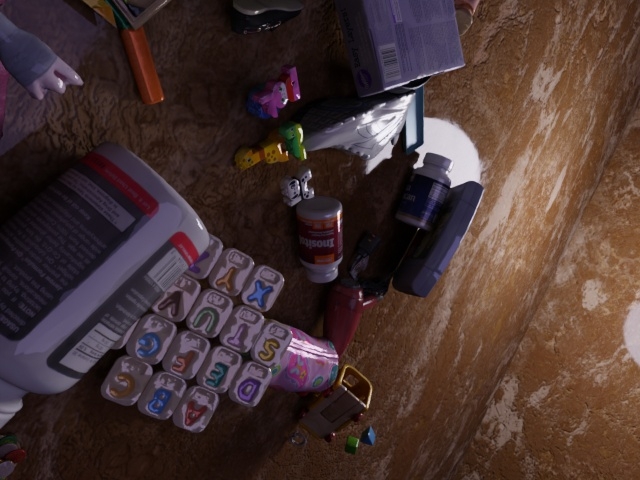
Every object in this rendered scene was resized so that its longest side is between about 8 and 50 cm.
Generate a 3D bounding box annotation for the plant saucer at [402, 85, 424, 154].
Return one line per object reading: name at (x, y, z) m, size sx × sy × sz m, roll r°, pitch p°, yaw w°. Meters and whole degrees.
plant saucer at (0.198, -0.285, 1.026) m, size 0.067 × 0.018 × 0.192 m, roll -34°, pitch 132°, yaw -32°

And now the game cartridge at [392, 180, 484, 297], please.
game cartridge at (0.277, -0.004, 1.136) m, size 0.060 × 0.196 × 0.294 m, roll 30°, pitch 84°, yaw -9°

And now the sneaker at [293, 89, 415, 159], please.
sneaker at (0.070, -0.200, 0.864) m, size 0.297 × 0.111 × 0.129 m, roll -25°, pitch 131°, yaw -37°

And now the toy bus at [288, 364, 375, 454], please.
toy bus at (0.027, 0.378, 1.100) m, size 0.104 × 0.202 × 0.191 m, roll -56°, pitch 144°, yaw -62°

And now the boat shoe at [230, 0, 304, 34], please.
boat shoe at (-0.077, -0.328, 0.686) m, size 0.133 × 0.049 × 0.042 m, roll -35°, pitch 160°, yaw -40°

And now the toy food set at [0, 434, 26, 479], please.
toy food set at (-0.434, 0.291, 0.620) m, size 0.082 × 0.020 × 0.083 m, roll 37°, pitch 80°, yaw -50°

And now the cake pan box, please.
cake pan box at (0.135, -0.392, 0.806) m, size 0.245 × 0.070 × 0.267 m, roll -29°, pitch 109°, yaw -34°

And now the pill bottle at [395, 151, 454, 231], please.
pill bottle at (0.246, -0.114, 1.106) m, size 0.094 × 0.094 × 0.169 m, roll 18°, pitch 95°, yaw -50°

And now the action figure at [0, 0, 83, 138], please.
action figure at (-0.298, -0.212, 0.353) m, size 0.275 × 0.248 × 0.370 m, roll 27°, pitch 113°, yaw -26°

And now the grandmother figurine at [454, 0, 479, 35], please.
grandmother figurine at (0.310, -0.596, 0.935) m, size 0.208 × 0.104 × 0.342 m, roll 33°, pitch 81°, yaw -35°

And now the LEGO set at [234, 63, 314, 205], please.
LEGO set at (-0.084, -0.151, 0.737) m, size 0.093 × 0.087 × 0.227 m, roll -36°, pitch 139°, yaw -27°

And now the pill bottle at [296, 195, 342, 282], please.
pill bottle at (0.000, 0.000, 0.899) m, size 0.086 × 0.086 × 0.152 m, roll -27°, pitch 127°, yaw -37°

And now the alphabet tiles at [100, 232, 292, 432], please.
alphabet tiles at (-0.184, 0.139, 0.715) m, size 0.284 × 0.021 × 0.278 m, roll 32°, pitch 84°, yaw -22°

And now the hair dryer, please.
hair dryer at (0.093, 0.148, 1.072) m, size 0.293 × 0.080 × 0.223 m, roll -53°, pitch 139°, yaw -18°

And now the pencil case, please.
pencil case at (-0.075, 0.216, 0.897) m, size 0.284 × 0.124 × 0.124 m, roll 35°, pitch 82°, yaw -51°

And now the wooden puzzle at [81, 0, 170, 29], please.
wooden puzzle at (-0.211, -0.290, 0.542) m, size 0.116 × 0.014 × 0.078 m, roll -56°, pitch 139°, yaw -13°

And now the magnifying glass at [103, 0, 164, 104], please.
magnifying glass at (-0.231, -0.277, 0.558) m, size 0.092 × 0.026 × 0.231 m, roll -33°, pitch 129°, yaw -33°

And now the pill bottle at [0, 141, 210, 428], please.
pill bottle at (-0.294, 0.054, 0.533) m, size 0.318 × 0.176 × 0.176 m, roll -49°, pitch 138°, yaw -19°
